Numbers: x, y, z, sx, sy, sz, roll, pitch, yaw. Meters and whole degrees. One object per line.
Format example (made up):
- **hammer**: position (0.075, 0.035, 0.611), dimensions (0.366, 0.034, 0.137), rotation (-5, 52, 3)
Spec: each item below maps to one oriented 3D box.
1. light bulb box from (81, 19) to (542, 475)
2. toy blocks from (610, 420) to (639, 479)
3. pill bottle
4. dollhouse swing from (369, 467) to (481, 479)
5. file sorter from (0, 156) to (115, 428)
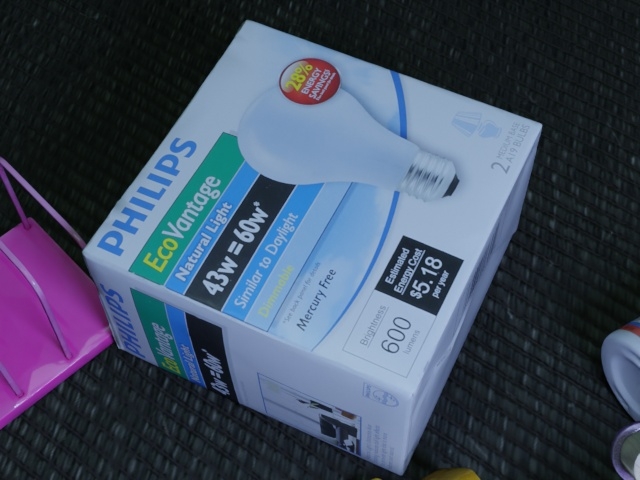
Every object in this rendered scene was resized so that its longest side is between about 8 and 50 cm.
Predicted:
- **light bulb box**: position (0.000, 0.000, 1.165), dimensions (0.361, 0.225, 0.358), rotation (21, 61, 14)
- **toy blocks**: position (0.377, 0.254, 0.975), dimensions (0.289, 0.260, 0.309), rotation (-5, 94, 1)
- **pill bottle**: position (0.424, 0.107, 1.139), dimensions (0.221, 0.124, 0.124), rotation (-27, 60, -14)
- **dollhouse swing**: position (0.035, 0.335, 0.901), dimensions (0.347, 0.305, 0.315), rotation (-25, 60, -12)
- **file sorter**: position (-0.395, 0.077, 1.155), dimensions (0.291, 0.182, 0.202), rotation (-39, 63, -20)
